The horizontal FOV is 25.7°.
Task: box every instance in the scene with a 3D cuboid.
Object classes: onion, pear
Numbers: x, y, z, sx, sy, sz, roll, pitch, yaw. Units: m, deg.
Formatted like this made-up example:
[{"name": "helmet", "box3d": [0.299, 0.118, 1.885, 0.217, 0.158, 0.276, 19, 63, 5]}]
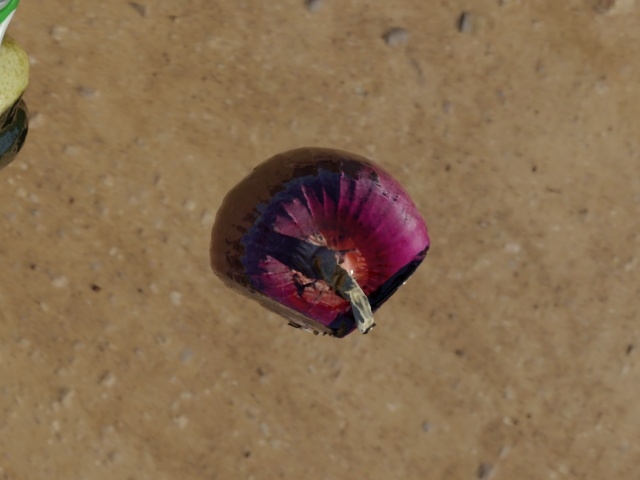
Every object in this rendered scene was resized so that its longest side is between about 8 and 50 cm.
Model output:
[{"name": "onion", "box3d": [-0.010, -0.009, 1.816, 0.230, 0.272, 0.256, 46, 58, -7]}, {"name": "pear", "box3d": [-0.331, -0.128, 1.256, 0.136, 0.167, 0.167, -16, 111, -19]}]

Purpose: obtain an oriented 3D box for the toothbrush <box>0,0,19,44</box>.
[{"name": "toothbrush", "box3d": [-0.261, -0.202, 1.133, 0.042, 0.040, 0.418, 15, 102, -8]}]
